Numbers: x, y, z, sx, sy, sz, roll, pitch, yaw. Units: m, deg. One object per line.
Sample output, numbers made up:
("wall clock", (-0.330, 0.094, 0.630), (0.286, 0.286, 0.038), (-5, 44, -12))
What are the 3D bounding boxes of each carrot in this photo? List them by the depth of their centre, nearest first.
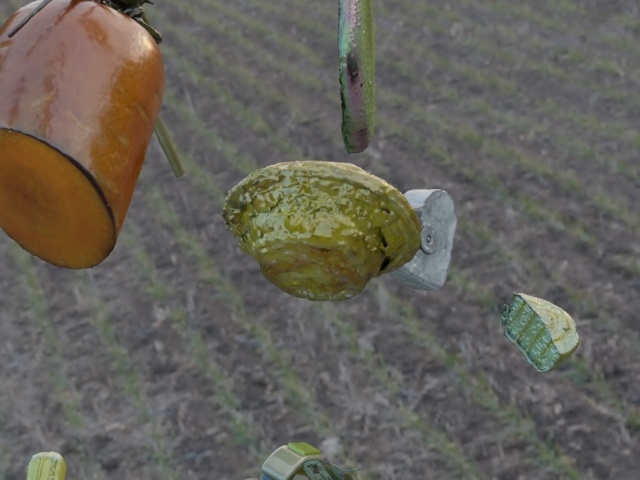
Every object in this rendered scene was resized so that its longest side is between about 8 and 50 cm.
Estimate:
("carrot", (-0.276, -0.163, 1.350), (0.193, 0.214, 0.331), (-9, 53, 40))

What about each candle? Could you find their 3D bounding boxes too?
("candle", (0.159, 0.006, 2.072), (0.068, 0.168, 0.192), (0, 22, 45))

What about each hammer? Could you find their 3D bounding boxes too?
("hammer", (-0.244, -0.179, 1.872), (0.062, 0.199, 0.013), (-39, 40, -21))

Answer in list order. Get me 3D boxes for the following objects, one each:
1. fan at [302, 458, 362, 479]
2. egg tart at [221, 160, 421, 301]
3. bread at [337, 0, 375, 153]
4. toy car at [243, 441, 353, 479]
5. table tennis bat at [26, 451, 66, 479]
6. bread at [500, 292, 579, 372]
("fan", (0.009, 0.293, 1.579), (0.080, 0.060, 0.003), (-43, 21, 43))
("egg tart", (0.000, 0.000, 1.777), (0.294, 0.294, 0.123), (-6, 54, 22))
("bread", (0.038, -0.198, 1.259), (0.034, 0.228, 0.228), (-1, 23, 4))
("toy car", (-0.023, 0.426, 1.705), (0.198, 0.248, 0.204), (27, 2, 22))
("table tennis bat", (-0.399, 0.455, 1.712), (0.224, 0.054, 0.368), (-22, 44, 17))
("bread", (0.427, 0.166, 2.333), (0.110, 0.103, 0.156), (-16, 61, -32))
